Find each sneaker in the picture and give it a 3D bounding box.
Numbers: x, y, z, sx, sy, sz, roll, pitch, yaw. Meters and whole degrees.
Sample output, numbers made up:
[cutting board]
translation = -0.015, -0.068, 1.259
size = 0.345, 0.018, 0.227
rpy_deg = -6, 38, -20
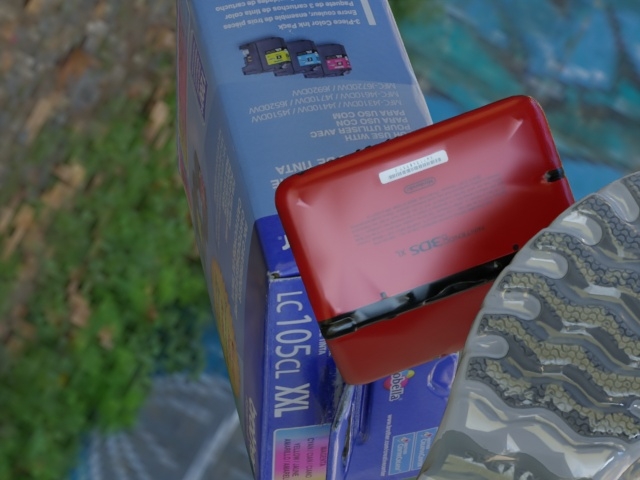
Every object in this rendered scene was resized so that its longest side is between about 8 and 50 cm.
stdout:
[sneaker]
translation = 0.103, 0.089, 0.882
size = 0.281, 0.105, 0.115
rpy_deg = -54, 163, -2

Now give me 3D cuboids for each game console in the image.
[game console]
translation = 0.061, 0.002, 1.026
size = 0.144, 0.124, 0.085
rpy_deg = -20, -176, 1

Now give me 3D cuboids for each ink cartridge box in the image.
[ink cartridge box]
translation = 0.000, 0.000, 1.422
size = 0.270, 0.151, 0.395
rpy_deg = 93, -17, -49
